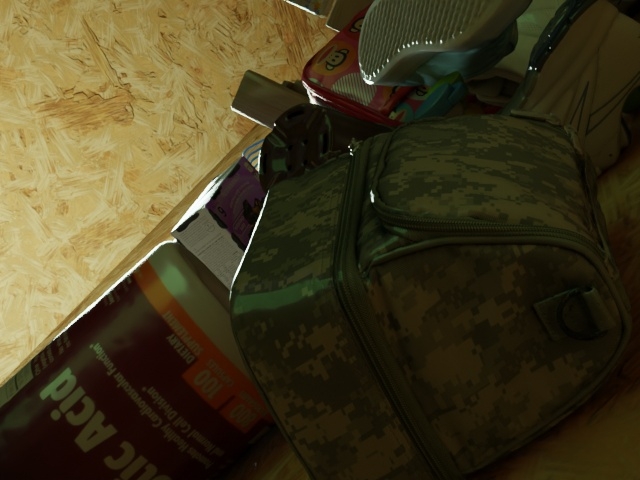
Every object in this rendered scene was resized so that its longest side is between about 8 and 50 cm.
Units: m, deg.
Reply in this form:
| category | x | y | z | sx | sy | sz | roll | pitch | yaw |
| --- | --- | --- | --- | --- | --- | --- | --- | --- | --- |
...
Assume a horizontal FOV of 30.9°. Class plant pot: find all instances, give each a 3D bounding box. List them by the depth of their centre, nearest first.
| category | x | y | z | sx | sy | sz | roll | pitch | yaw |
| --- | --- | --- | --- | --- | --- | --- | --- | --- | --- |
| plant pot | 0.025 | -0.084 | 1.395 | 0.167 | 0.165 | 0.167 | -18 | 63 | 40 |

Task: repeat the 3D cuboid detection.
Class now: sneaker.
| category | x | y | z | sx | sy | sz | roll | pitch | yaw |
| --- | --- | --- | --- | --- | --- | --- | --- | --- | --- |
| sneaker | 0.220 | -0.091 | 1.116 | 0.297 | 0.129 | 0.111 | -57 | 6 | 28 |
| sneaker | 0.170 | -0.257 | 1.288 | 0.150 | 0.135 | 0.366 | -2 | -2 | -20 |
| sneaker | 0.208 | -0.275 | 1.478 | 0.169 | 0.292 | 0.108 | -49 | -31 | -15 |

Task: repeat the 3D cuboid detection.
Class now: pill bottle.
| category | x | y | z | sx | sy | sz | roll | pitch | yaw |
| --- | --- | --- | --- | --- | --- | --- | --- | --- | --- |
| pill bottle | -0.227 | 0.206 | 1.199 | 0.392 | 0.224 | 0.224 | -42 | 12 | 0 |

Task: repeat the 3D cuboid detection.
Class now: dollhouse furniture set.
| category | x | y | z | sx | sy | sz | roll | pitch | yaw |
| --- | --- | --- | --- | --- | --- | --- | --- | --- | --- |
| dollhouse furniture set | 0.055 | -0.344 | 1.834 | 0.394 | 0.362 | 0.256 | -66 | -19 | 10 |

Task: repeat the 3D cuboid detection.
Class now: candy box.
| category | x | y | z | sx | sy | sz | roll | pitch | yaw |
| --- | --- | --- | --- | --- | --- | --- | --- | --- | --- |
| candy box | -0.078 | 0.010 | 1.484 | 0.070 | 0.196 | 0.165 | -37 | 13 | 27 |

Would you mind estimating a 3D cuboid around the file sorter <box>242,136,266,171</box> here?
| category | x | y | z | sx | sy | sz | roll | pitch | yaw |
| --- | --- | --- | --- | --- | --- | --- | --- | --- | --- |
| file sorter | -0.056 | -0.109 | 1.938 | 0.104 | 0.118 | 0.170 | -31 | 20 | -2 |

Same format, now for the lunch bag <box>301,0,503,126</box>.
| category | x | y | z | sx | sy | sz | roll | pitch | yaw |
| --- | --- | --- | --- | --- | --- | --- | --- | --- | --- |
| lunch bag | 0.147 | -0.228 | 1.590 | 0.258 | 0.120 | 0.293 | 30 | 61 | 31 |

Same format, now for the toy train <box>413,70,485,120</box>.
| category | x | y | z | sx | sy | sz | roll | pitch | yaw |
| --- | --- | --- | --- | --- | --- | --- | --- | --- | --- |
| toy train | 0.174 | -0.132 | 1.304 | 0.105 | 0.143 | 0.248 | -37 | 13 | 21 |

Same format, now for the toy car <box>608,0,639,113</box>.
| category | x | y | z | sx | sy | sz | roll | pitch | yaw |
| --- | --- | --- | --- | --- | --- | --- | --- | --- | --- |
| toy car | 0.309 | -0.253 | 1.149 | 0.155 | 0.188 | 0.149 | -36 | 28 | 25 |

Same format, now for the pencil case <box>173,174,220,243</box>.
| category | x | y | z | sx | sy | sz | roll | pitch | yaw |
| --- | --- | --- | --- | --- | --- | --- | --- | --- | --- |
| pencil case | -0.164 | 0.030 | 1.728 | 0.133 | 0.119 | 0.306 | -12 | -31 | -46 |

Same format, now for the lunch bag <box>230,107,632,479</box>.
| category | x | y | z | sx | sy | sz | roll | pitch | yaw |
| --- | --- | --- | --- | --- | --- | --- | --- | --- | --- |
| lunch bag | 0.096 | 0.027 | 0.875 | 0.256 | 0.212 | 0.305 | -21 | 18 | 15 |
